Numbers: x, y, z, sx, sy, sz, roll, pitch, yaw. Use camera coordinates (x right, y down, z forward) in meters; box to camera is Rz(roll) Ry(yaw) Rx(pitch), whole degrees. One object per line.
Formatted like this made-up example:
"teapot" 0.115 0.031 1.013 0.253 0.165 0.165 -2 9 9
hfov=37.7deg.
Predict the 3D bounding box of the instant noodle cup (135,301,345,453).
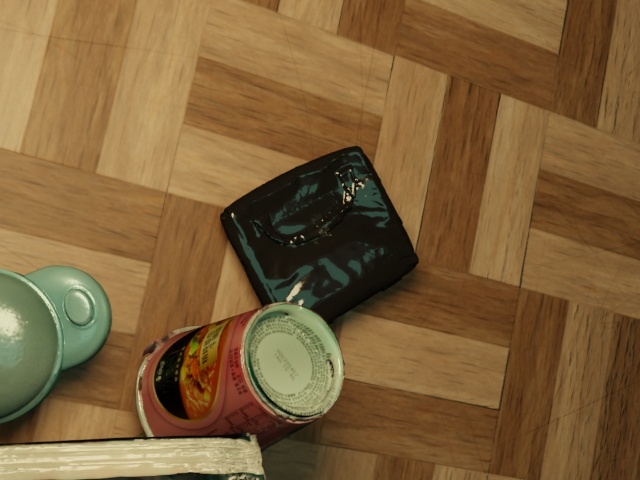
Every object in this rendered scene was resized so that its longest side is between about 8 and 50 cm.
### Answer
"instant noodle cup" -0.100 0.197 1.310 0.243 0.255 0.244 16 60 -30

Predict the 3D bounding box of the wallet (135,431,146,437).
"wallet" -0.296 0.433 1.337 0.309 0.077 0.223 -37 99 -19

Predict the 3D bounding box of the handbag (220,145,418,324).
"handbag" 0.000 0.000 1.488 0.275 0.088 0.244 -29 96 -19

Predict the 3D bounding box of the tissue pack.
"tissue pack" -0.280 0.396 1.146 0.416 0.253 0.264 3 131 -15

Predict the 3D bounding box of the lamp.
"lamp" -0.422 0.131 1.258 0.283 0.147 0.210 -20 89 -25
